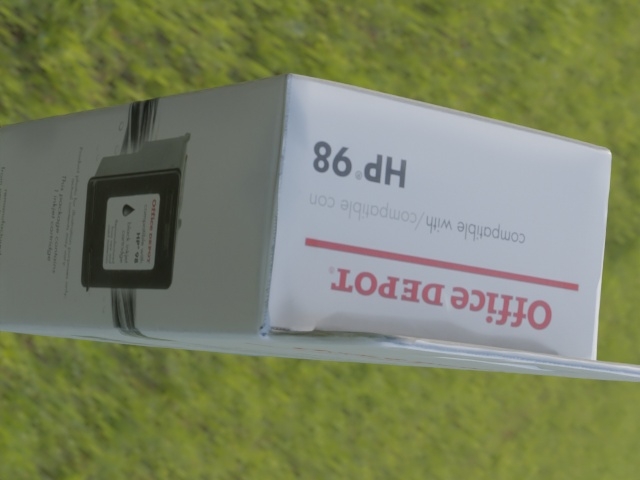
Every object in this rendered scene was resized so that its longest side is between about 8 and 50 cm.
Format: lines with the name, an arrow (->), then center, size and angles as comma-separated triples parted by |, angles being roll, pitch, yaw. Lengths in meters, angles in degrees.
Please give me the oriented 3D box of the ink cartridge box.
ink cartridge box -> 0.000, 0.000, 0.419 | 0.104, 0.180, 0.060 | 9, 83, -36
